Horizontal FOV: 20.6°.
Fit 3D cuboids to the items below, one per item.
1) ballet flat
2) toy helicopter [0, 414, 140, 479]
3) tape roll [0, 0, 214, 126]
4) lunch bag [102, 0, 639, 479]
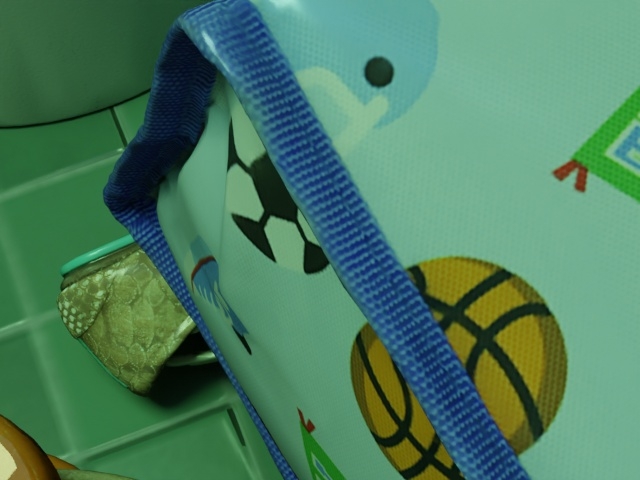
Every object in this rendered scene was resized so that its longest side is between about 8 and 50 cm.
[{"bbox_3d":[0.000,0.000,0.689,0.206,0.073,0.067,-26,89,-7],"label":"ballet flat"},{"bbox_3d":[-0.127,0.237,0.540,0.235,0.140,0.355,37,80,12],"label":"toy helicopter"},{"bbox_3d":[-0.140,-0.193,0.740,0.246,0.169,0.246,-2,60,3],"label":"tape roll"},{"bbox_3d":[0.170,0.052,0.534,0.328,0.239,0.385,-33,86,-15],"label":"lunch bag"}]
